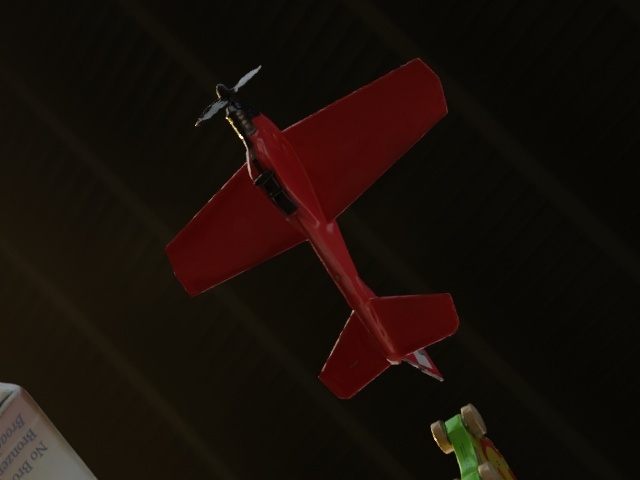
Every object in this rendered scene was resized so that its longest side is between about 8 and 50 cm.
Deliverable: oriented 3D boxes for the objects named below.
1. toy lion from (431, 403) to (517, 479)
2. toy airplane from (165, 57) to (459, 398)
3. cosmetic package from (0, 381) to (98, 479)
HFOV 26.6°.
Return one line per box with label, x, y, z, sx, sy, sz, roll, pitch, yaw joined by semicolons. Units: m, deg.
toy lion;0.116;0.165;0.916;0.034;0.100;0.096;-32;-62;12
toy airplane;0.000;0.000;0.544;0.151;0.028;0.151;7;-73;22
cosmetic package;-0.172;0.230;0.782;0.129;0.153;0.296;1;-45;41
